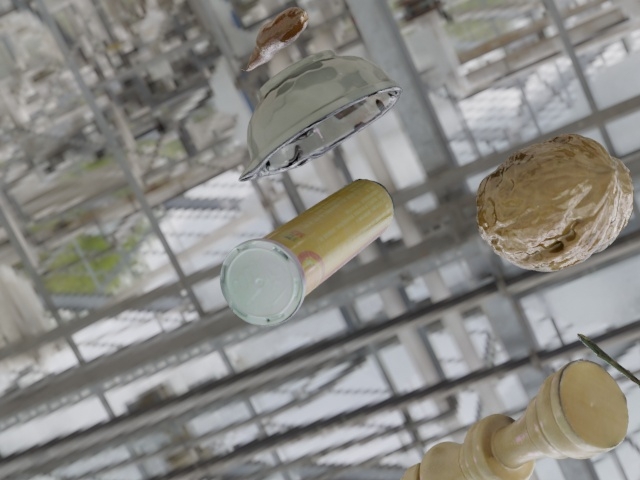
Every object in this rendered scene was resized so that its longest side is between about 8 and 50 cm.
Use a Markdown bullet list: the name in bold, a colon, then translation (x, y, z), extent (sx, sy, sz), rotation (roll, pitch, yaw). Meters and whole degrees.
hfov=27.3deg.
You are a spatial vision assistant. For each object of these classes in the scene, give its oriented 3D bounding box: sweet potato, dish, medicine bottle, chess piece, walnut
- **sweet potato**: translation (-0.081, -0.333, 2.198), extent (0.056, 0.056, 0.195), rotation (-40, -178, -41)
- **dish**: translation (-0.015, -0.217, 2.123), extent (0.303, 0.120, 0.303), rotation (-29, 174, -3)
- **medicine bottle**: translation (0.000, 0.000, 1.766), extent (0.108, 0.108, 0.426), rotation (-19, -173, 24)
- **chess piece**: translation (0.232, 0.280, 1.743), extent (0.117, 0.117, 0.397), rotation (-40, 180, -42)
- **walnut**: translation (0.266, -0.044, 1.483), extent (0.155, 0.155, 0.184), rotation (-38, -172, -37)

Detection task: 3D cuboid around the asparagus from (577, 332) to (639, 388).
- **asparagus**: translation (0.408, 0.172, 1.811), extent (0.016, 0.013, 0.166), rotation (-40, -134, -7)
